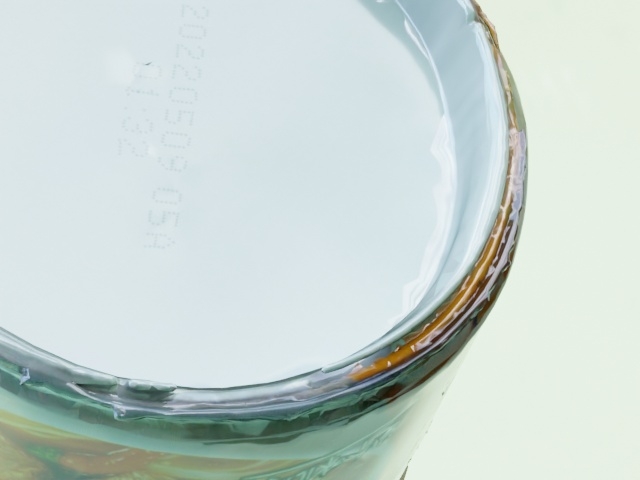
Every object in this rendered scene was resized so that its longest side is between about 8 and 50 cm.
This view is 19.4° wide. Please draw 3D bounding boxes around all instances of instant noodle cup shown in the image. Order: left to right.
[{"bbox_3d":[-0.071,0.001,0.637,0.296,0.296,0.214,-44,-10,-35],"label":"instant noodle cup"}]
